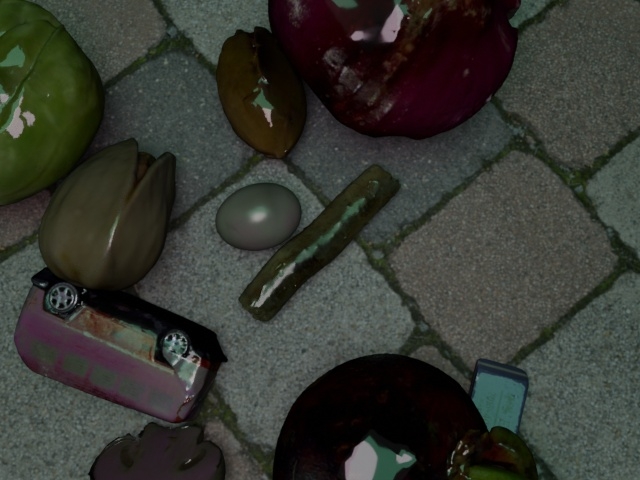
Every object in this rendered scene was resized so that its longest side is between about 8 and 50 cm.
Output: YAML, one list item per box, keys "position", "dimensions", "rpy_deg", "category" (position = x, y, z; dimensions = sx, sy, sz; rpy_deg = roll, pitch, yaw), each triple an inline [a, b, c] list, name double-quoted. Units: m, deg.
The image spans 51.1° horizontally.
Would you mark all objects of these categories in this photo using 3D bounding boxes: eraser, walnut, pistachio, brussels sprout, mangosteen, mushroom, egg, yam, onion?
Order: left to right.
- position: [-0.464, -0.203, 0.978]
  dimensions: [0.328, 0.247, 0.328]
  rpy_deg: [-10, 48, 11]
  category: "brussels sprout"
- position: [-0.296, -0.046, 0.962]
  dimensions: [0.166, 0.197, 0.288]
  rpy_deg: [24, 41, -19]
  category: "pistachio"
- position: [-0.227, 0.347, 0.949]
  dimensions: [0.188, 0.141, 0.117]
  rpy_deg: [3, 112, 10]
  category: "mushroom"
- position: [-0.096, -0.036, 1.034]
  dimensions: [0.135, 0.103, 0.103]
  rpy_deg: [-17, 79, -3]
  category: "egg"
- position: [-0.095, -0.239, 1.067]
  dimensions: [0.137, 0.137, 0.245]
  rpy_deg: [-19, 78, -5]
  category: "walnut"
- position: [0.000, 0.000, 1.047]
  dimensions: [0.317, 0.067, 0.071]
  rpy_deg: [-45, 54, -9]
  category: "yam"
- position: [0.104, 0.300, 0.842]
  dimensions: [0.306, 0.360, 0.305]
  rpy_deg: [2, 86, -31]
  category: "mangosteen"
- position: [0.135, -0.359, 0.927]
  dimensions: [0.399, 0.420, 0.398]
  rpy_deg: [5, 75, -21]
  category: "onion"
- position: [0.250, 0.292, 1.003]
  dimensions: [0.082, 0.036, 0.225]
  rpy_deg: [17, 79, 5]
  category: "eraser"

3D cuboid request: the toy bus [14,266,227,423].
- position: [-0.295, 0.154, 0.980]
  dimensions: [0.303, 0.127, 0.147]
  rpy_deg: [21, 82, 4]
  category: "toy bus"
